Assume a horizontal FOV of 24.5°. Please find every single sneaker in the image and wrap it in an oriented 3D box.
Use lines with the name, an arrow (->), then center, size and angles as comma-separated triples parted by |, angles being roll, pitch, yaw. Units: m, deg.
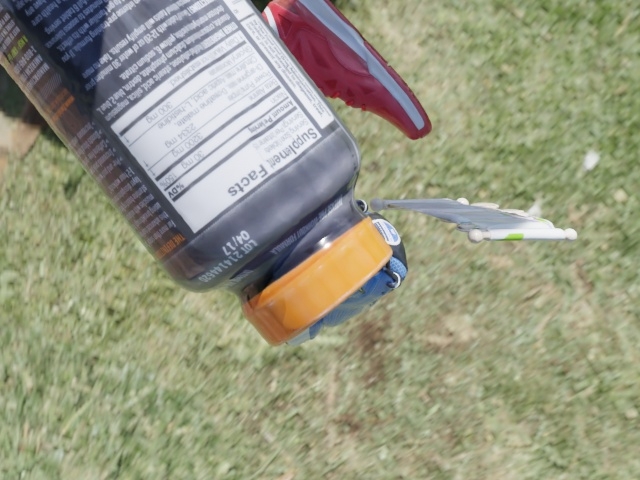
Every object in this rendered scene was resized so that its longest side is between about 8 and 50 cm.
sneaker -> 0.000, 0.000, 1.410 | 0.147, 0.330, 0.130 | -21, 72, 2
sneaker -> 0.010, -0.166, 1.588 | 0.128, 0.087, 0.221 | -42, 92, 7

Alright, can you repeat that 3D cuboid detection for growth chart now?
growth chart -> 0.169, -0.025, 1.617 | 0.172, 0.237, 0.021 | 1, 100, -30

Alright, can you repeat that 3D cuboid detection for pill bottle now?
pill bottle -> -0.066, -0.062, 0.804 | 0.130, 0.130, 0.246 | -39, 94, -22
